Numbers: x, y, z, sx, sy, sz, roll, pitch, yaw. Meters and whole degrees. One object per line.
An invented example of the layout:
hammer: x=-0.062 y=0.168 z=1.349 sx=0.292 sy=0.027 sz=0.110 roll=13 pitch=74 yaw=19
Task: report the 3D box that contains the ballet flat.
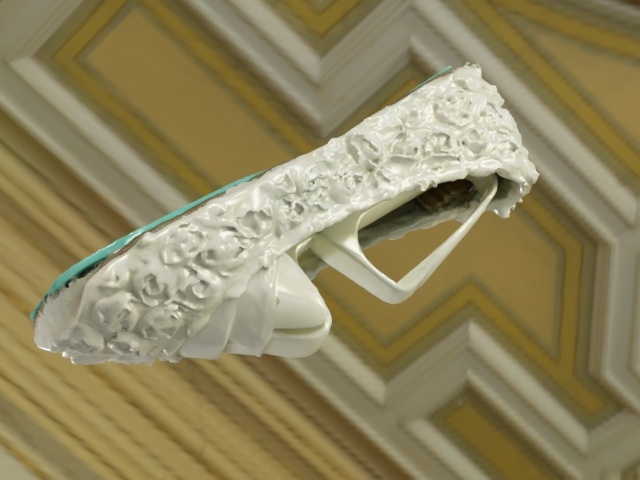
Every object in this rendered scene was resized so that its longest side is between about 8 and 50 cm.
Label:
ballet flat: x=0.000 y=0.000 z=1.038 sx=0.147 sy=0.409 sz=0.147 roll=40 pitch=-33 yaw=33
